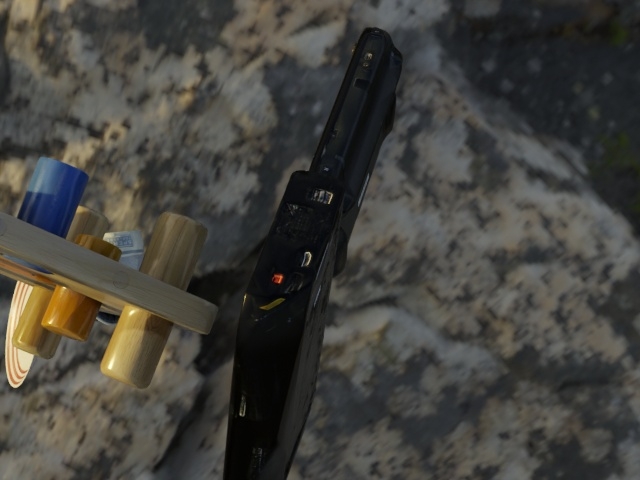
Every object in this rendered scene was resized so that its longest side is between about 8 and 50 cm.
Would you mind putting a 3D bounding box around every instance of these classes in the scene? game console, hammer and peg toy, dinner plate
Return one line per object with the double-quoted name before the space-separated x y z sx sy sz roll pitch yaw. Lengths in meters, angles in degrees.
"game console" 0.000 0.000 1.147 0.044 0.213 0.361 14 45 6
"hammer and peg toy" -0.271 -0.015 1.143 0.361 0.266 0.127 26 80 -30
"dinner plate" -0.314 0.089 1.778 0.017 0.141 0.141 11 68 -22

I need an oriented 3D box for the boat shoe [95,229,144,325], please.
"boat shoe" -0.198 0.038 1.504 0.079 0.227 0.081 -4 86 -11
